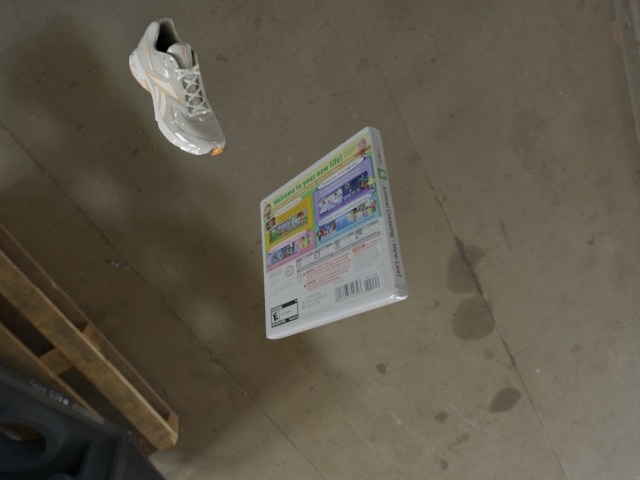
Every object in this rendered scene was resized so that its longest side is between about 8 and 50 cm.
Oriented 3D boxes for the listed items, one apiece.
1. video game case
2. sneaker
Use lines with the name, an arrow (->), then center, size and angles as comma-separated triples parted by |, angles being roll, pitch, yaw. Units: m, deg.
video game case -> 0.000, 0.000, 0.524 | 0.023, 0.193, 0.212 | 13, 152, -39
sneaker -> -0.244, -0.270, 0.781 | 0.262, 0.099, 0.121 | 55, 136, 8
